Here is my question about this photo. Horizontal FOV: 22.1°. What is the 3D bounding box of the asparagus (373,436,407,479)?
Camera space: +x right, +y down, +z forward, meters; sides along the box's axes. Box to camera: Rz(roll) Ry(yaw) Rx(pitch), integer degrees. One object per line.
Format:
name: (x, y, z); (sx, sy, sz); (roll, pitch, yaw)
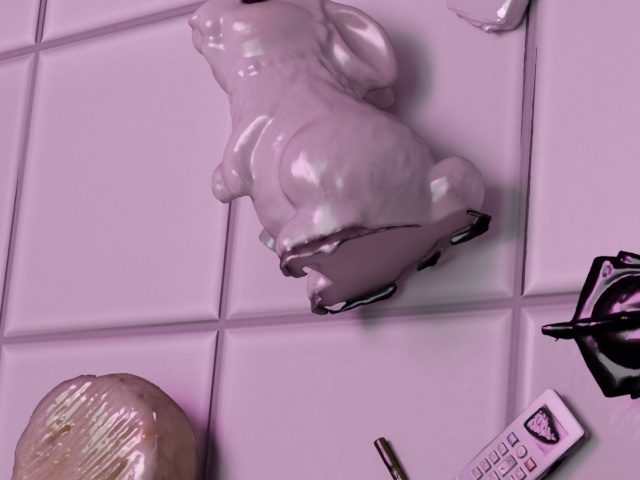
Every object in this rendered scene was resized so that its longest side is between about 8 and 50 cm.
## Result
asparagus: (0.083, 0.248, 1.612); (0.018, 0.015, 0.127); (-50, 49, 31)

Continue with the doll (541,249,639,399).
doll: (0.314, 0.071, 1.419); (0.249, 0.088, 0.127); (-13, 48, 29)

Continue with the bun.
bun: (-0.228, 0.265, 1.803); (0.239, 0.141, 0.239); (-17, 61, 34)

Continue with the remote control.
remote control: (0.177, 0.214, 1.529); (0.166, 0.029, 0.065); (-47, 50, 16)

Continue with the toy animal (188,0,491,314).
toy animal: (0.004, -0.119, 1.671); (0.258, 0.194, 0.357); (-16, 64, -2)

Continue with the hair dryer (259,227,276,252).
hair dryer: (0.000, 0.000, 1.746); (0.137, 0.047, 0.082); (43, 106, 35)

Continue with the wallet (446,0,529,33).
wallet: (0.196, -0.303, 1.669); (0.095, 0.033, 0.190); (24, 93, 45)
